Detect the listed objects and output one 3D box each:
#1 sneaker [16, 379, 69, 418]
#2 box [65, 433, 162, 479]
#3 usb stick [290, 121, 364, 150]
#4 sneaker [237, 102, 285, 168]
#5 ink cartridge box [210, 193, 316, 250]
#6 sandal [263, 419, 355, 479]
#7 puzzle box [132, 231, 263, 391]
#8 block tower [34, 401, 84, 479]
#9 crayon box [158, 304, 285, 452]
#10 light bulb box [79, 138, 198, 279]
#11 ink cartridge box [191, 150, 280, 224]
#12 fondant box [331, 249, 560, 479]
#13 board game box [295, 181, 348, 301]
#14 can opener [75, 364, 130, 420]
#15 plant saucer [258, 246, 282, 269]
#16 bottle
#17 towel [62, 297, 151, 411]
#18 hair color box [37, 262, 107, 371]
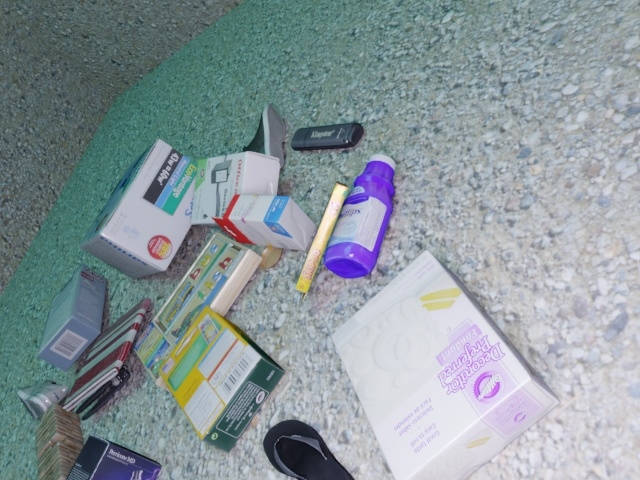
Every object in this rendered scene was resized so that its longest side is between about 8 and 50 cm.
[{"bbox_3d":[-0.887,0.506,1.945,0.281,0.105,0.115,-7,22,49],"label":"sneaker"},{"bbox_3d":[-0.475,0.556,1.324,0.108,0.153,0.207,-5,55,48],"label":"box"},{"bbox_3d":[0.012,-0.286,1.671,0.278,0.045,0.077,9,63,53],"label":"usb stick"},{"bbox_3d":[-0.193,-0.306,1.878,0.146,0.104,0.296,-26,44,25],"label":"sneaker"},{"bbox_3d":[-0.144,-0.047,1.499,0.231,0.134,0.078,6,62,37],"label":"ink cartridge box"},{"bbox_3d":[-0.026,0.381,1.051,0.254,0.054,0.097,16,70,55],"label":"sandal"},{"bbox_3d":[-0.336,0.172,1.615,0.409,0.052,0.272,-56,29,-8],"label":"puzzle box"},{"bbox_3d":[-0.699,0.579,1.627,0.091,0.097,0.335,-51,31,-1],"label":"block tower"},{"bbox_3d":[-0.231,0.295,1.355,0.203,0.083,0.323,-54,34,-6],"label":"crayon box"},{"bbox_3d":[-0.561,-0.088,1.945,0.361,0.225,0.358,-14,47,58],"label":"light bulb box"},{"bbox_3d":[-0.246,-0.137,1.711,0.272,0.114,0.199,1,83,50],"label":"ink cartridge box"},{"bbox_3d":[0.174,0.198,0.958,0.238,0.096,0.330,-44,35,10],"label":"fondant box"},{"bbox_3d":[0.000,0.000,1.300,0.124,0.039,0.260,-77,6,-83],"label":"board game box"},{"bbox_3d":[-0.608,0.431,1.697,0.186,0.059,0.073,-49,-11,-9],"label":"can opener"},{"bbox_3d":[-0.124,0.042,1.538,0.083,0.015,0.083,-31,38,28],"label":"plant saucer"},{"bbox_3d":[0.096,-0.058,1.301,0.118,0.092,0.283,-18,44,51],"label":"bottle"},{"bbox_3d":[-0.612,0.327,1.759,0.237,0.037,0.329,-38,23,19],"label":"towel"},{"bbox_3d":[-0.842,0.253,2.066,0.185,0.113,0.374,-46,28,8],"label":"hair color box"}]
